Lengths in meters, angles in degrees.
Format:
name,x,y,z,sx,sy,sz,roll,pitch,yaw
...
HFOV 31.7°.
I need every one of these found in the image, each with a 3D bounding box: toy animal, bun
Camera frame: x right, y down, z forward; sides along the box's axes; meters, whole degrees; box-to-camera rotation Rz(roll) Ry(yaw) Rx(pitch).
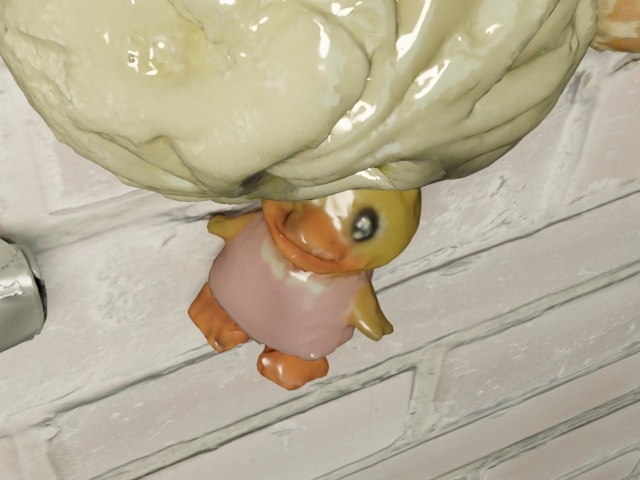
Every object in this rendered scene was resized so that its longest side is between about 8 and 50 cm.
name,x,y,z,sx,sy,sz,roll,pitch,yaw
toy animal,0.002,-0.004,0.996,0.169,0.195,0.281,-56,176,-42
bun,0.001,-0.125,0.675,0.360,0.211,0.360,-15,175,-1

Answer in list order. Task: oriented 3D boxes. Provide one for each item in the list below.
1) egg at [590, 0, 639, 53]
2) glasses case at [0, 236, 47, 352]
name,x,y,z,sx,sy,sz,roll,pitch,yaw
egg,0.237,-0.232,0.822,0.233,0.195,0.195,-18,152,-50
glasses case,-0.368,0.082,0.890,0.308,0.083,0.128,-21,154,-13
